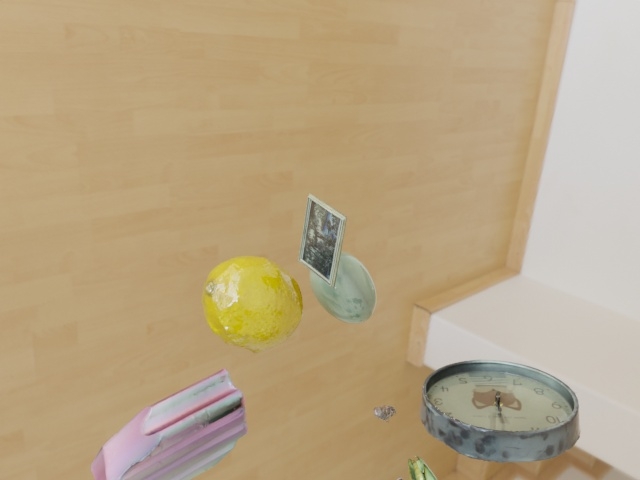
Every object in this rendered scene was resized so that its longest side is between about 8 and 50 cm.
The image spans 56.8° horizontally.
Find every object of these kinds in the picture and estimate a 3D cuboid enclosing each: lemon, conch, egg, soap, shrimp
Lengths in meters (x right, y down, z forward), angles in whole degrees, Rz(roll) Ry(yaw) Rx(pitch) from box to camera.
[{"bbox_3d":[-0.166,0.155,1.474,0.288,0.233,0.233,31,85,-44],"label":"lemon"},{"bbox_3d":[0.349,0.827,2.085,0.106,0.170,0.079,26,106,-29],"label":"conch"},{"bbox_3d":[0.066,0.132,1.695,0.168,0.231,0.168,-35,172,-6],"label":"egg"},{"bbox_3d":[-0.315,0.429,1.256,0.324,0.109,0.192,-24,134,-27],"label":"soap"},{"bbox_3d":[0.141,0.368,1.266,0.038,0.029,0.092,-36,151,3],"label":"shrimp"}]

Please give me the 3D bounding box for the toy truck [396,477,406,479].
[{"bbox_3d":[0.155,0.491,1.049,0.052,0.123,0.063,-15,152,-50],"label":"toy truck"}]

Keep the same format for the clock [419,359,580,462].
[{"bbox_3d":[0.371,0.346,1.243,0.325,0.325,0.067,-14,108,-41],"label":"clock"}]

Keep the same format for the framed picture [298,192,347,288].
[{"bbox_3d":[0.000,0.000,1.363,0.011,0.142,0.183,-12,123,-36],"label":"framed picture"}]
